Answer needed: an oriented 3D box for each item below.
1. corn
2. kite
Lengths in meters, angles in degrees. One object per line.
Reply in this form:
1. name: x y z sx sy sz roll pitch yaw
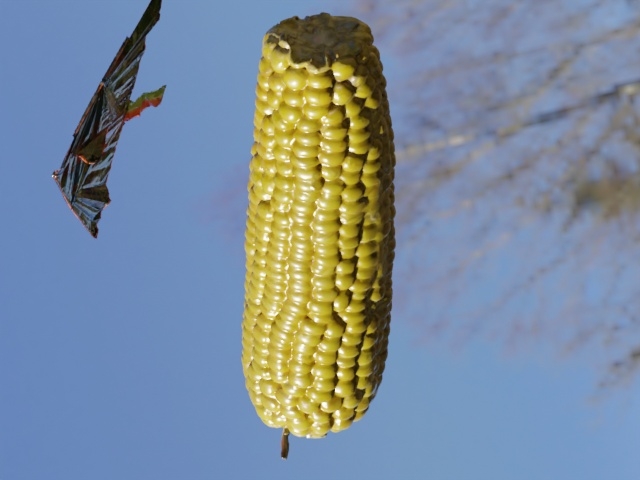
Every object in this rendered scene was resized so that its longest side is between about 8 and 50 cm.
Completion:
1. corn: 0.000 0.000 1.252 0.101 0.101 0.310 -63 -21 -58
2. kite: -0.122 -0.068 1.169 0.159 0.010 0.190 -54 -14 -57
